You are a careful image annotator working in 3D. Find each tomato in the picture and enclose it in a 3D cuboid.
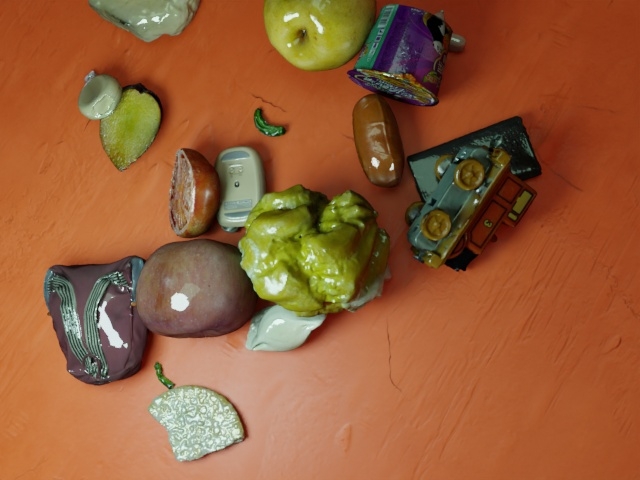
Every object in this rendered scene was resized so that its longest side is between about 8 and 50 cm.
[{"bbox_3d":[-0.328,-0.123,1.780,0.095,0.237,0.236,0,73,-30],"label":"tomato"}]

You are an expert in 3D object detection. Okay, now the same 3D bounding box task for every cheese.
[{"bbox_3d":[-0.635,-0.425,1.922,0.137,0.064,0.227,-41,44,4],"label":"cheese"},{"bbox_3d":[-0.514,-0.732,1.987,0.327,0.115,0.317,-21,75,4],"label":"cheese"}]

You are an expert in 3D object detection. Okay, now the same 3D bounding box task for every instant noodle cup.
[{"bbox_3d":[0.216,-0.478,1.740,0.251,0.251,0.190,19,91,12],"label":"instant noodle cup"}]

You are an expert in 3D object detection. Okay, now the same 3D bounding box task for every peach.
[{"bbox_3d":[-0.523,-0.308,1.898,0.189,0.068,0.279,-1,70,17],"label":"peach"}]

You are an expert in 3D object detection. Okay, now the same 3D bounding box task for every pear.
[{"bbox_3d":[-0.001,-0.605,1.794,0.315,0.314,0.314,-2,76,7],"label":"pear"}]

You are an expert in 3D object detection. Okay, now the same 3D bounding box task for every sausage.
[{"bbox_3d":[0.151,-0.262,1.778,0.133,0.133,0.258,-12,76,5],"label":"sausage"}]

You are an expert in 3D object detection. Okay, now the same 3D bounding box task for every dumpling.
[{"bbox_3d":[-0.089,0.201,1.709,0.229,0.124,0.151,-19,37,11],"label":"dumpling"}]

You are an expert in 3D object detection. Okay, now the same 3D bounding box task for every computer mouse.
[{"bbox_3d":[-0.215,-0.138,1.818,0.145,0.082,0.236,-8,77,6],"label":"computer mouse"}]

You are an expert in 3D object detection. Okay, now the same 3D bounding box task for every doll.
[{"bbox_3d":[0.312,-0.554,1.862,0.160,0.059,0.161,42,86,13],"label":"doll"}]

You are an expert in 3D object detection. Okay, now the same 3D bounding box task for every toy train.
[{"bbox_3d":[0.371,-0.085,1.670,0.232,0.163,0.369,31,96,-13],"label":"toy train"}]

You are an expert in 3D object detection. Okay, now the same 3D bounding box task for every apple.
[{"bbox_3d":[-0.297,0.116,1.654,0.306,0.305,0.234,-6,78,6],"label":"apple"}]

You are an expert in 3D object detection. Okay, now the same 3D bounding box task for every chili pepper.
[{"bbox_3d":[-0.149,-0.319,1.881,0.055,0.035,0.118,-42,65,-16],"label":"chili pepper"},{"bbox_3d":[-0.412,0.352,1.759,0.083,0.022,0.027,51,121,14],"label":"chili pepper"}]

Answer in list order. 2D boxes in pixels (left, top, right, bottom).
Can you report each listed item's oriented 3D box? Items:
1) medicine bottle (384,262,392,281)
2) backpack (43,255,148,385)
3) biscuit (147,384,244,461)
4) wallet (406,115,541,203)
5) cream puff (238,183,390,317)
[{"bbox_3d":[0.148,0.063,1.737,0.052,0.052,0.089,-17,75,3],"label":"medicine bottle"},{"bbox_3d":[-0.563,0.207,1.721,0.284,0.197,0.317,-7,77,13],"label":"backpack"},{"bbox_3d":[-0.317,0.465,1.709,0.266,0.040,0.188,18,79,13],"label":"biscuit"},{"bbox_3d":[0.401,-0.196,1.772,0.321,0.044,0.170,-20,78,2],"label":"wallet"},{"bbox_3d":[0.000,0.000,1.624,0.378,0.378,0.275,45,122,15],"label":"cream puff"}]
